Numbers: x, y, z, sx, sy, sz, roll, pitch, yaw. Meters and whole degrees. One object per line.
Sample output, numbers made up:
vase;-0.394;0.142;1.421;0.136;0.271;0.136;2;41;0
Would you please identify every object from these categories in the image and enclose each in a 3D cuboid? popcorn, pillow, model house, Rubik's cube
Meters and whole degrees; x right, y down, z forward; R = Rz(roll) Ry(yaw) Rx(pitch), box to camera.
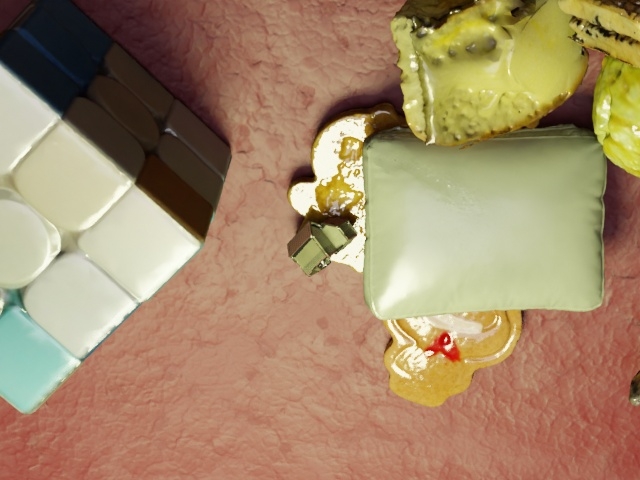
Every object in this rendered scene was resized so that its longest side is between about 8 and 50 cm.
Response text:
popcorn;0.438;-0.178;1.862;0.204;0.183;0.221;-33;143;-24
pillow;0.215;-0.025;1.943;0.322;0.120;0.255;-1;98;-4
model house;0.000;0.000;2.009;0.058;0.057;0.083;50;131;10
Rubik's cube;-0.358;-0.060;1.881;0.346;0.344;0.347;-41;106;18

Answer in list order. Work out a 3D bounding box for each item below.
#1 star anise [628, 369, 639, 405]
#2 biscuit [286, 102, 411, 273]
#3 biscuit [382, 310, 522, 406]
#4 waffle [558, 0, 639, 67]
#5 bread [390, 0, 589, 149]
star anise;0.533;0.163;2.053;0.236;0.109;0.223;-3;122;-14
biscuit;0.049;-0.074;2.015;0.184;0.035;0.249;10;115;-2
biscuit;0.194;0.088;2.071;0.202;0.047;0.334;22;112;-6
waffle;0.454;-0.325;1.755;0.308;0.213;0.091;-31;117;-9
bread;0.205;-0.234;1.878;0.262;0.162;0.204;-18;110;-17
